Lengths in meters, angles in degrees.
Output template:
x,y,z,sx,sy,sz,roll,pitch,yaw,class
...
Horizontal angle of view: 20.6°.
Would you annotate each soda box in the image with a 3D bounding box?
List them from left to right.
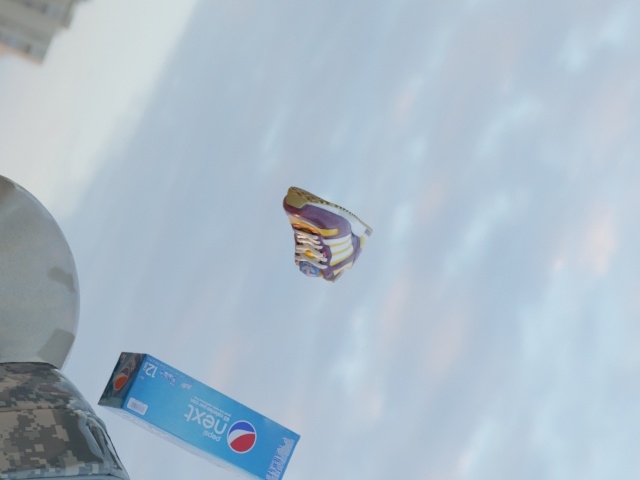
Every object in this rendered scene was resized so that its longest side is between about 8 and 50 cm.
x,y,z,sx,sy,sz,roll,pitch,yaw,class
-0.130,0.195,1.906,0.071,0.210,0.067,-3,-121,61,soda box

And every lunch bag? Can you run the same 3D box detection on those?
x,y,z,sx,sy,sz,roll,pitch,yaw,class
-0.348,0.215,1.599,0.256,0.305,0.212,55,-47,45,lunch bag

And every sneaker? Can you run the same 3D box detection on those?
x,y,z,sx,sy,sz,roll,pitch,yaw,class
0.000,0.000,1.952,0.084,0.069,0.185,-63,153,-2,sneaker

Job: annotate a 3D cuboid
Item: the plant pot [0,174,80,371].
x,y,z,sx,sy,sz,roll,pitch,yaw,class
-0.417,0.066,1.806,0.284,0.284,0.191,-65,162,11,plant pot
